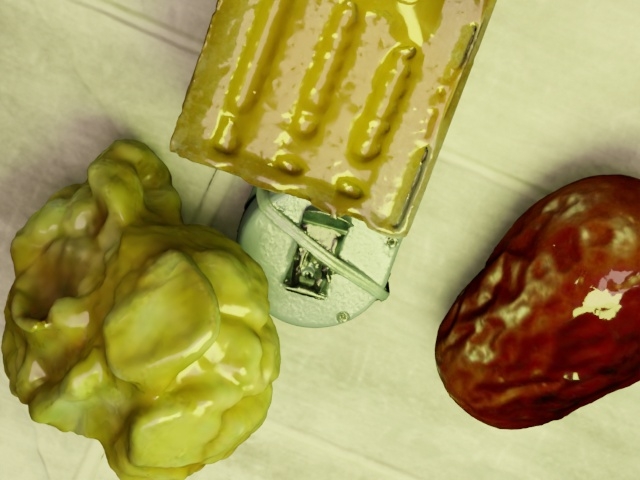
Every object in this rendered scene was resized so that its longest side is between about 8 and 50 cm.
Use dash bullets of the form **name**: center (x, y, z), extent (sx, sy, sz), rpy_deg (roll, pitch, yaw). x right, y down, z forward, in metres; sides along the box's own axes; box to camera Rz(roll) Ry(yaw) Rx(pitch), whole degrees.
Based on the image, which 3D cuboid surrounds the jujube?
- **jujube**: center (0.270, 0.071, 1.672), extent (0.223, 0.223, 0.318), rpy_deg (41, 118, -16)

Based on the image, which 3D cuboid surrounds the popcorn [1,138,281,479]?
- **popcorn**: center (-0.184, 0.090, 1.646), extent (0.334, 0.293, 0.292), rpy_deg (39, 87, 22)

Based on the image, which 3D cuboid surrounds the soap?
- **soap**: center (0.016, -0.176, 1.542), extent (0.259, 0.143, 0.281), rpy_deg (22, 98, 2)

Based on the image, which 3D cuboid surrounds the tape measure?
- **tape measure**: center (-0.002, 0.004, 1.692), extent (0.182, 0.107, 0.181), rpy_deg (10, 109, -4)
